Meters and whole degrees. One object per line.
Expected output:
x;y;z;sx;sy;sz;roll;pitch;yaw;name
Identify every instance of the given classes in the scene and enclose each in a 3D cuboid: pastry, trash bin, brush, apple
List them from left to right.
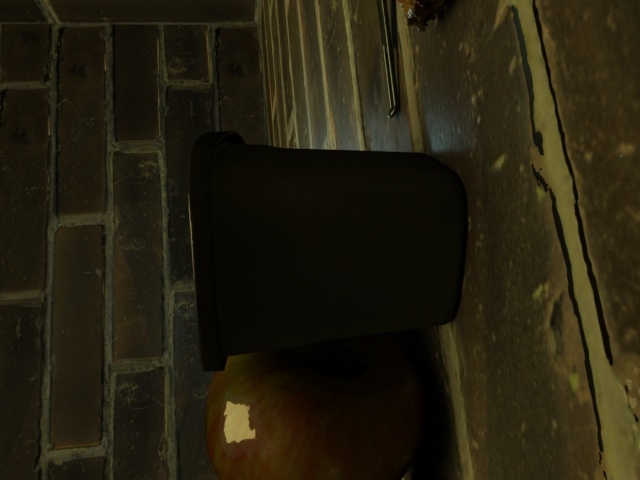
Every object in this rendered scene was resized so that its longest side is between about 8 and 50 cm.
-0.010;0.215;0.694;0.264;0.264;0.265;177;90;-81;apple
0.000;0.000;0.599;0.219;0.250;0.220;-112;21;-66;trash bin
0.083;-0.287;0.718;0.062;0.027;0.266;-161;64;-81;brush
0.098;-0.251;0.514;0.140;0.056;0.080;128;127;-73;pastry
